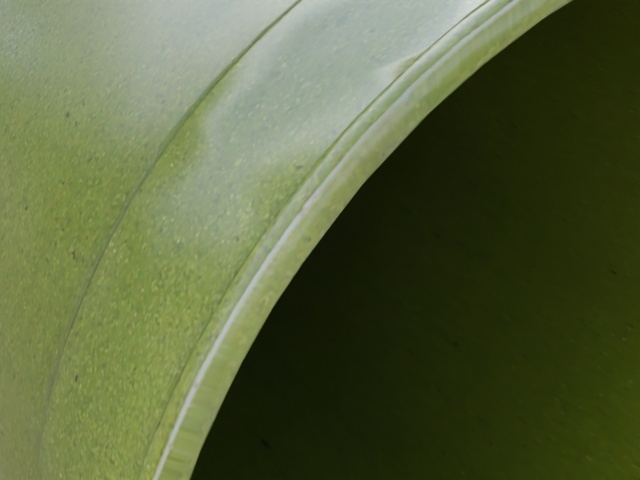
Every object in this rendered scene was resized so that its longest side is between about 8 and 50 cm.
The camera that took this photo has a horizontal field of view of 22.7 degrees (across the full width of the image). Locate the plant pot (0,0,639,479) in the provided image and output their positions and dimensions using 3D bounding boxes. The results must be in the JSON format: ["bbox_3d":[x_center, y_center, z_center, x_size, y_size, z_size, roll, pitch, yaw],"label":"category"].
[{"bbox_3d":[0.000,0.000,0.612,0.366,0.366,0.353,-19,36,-29],"label":"plant pot"}]
